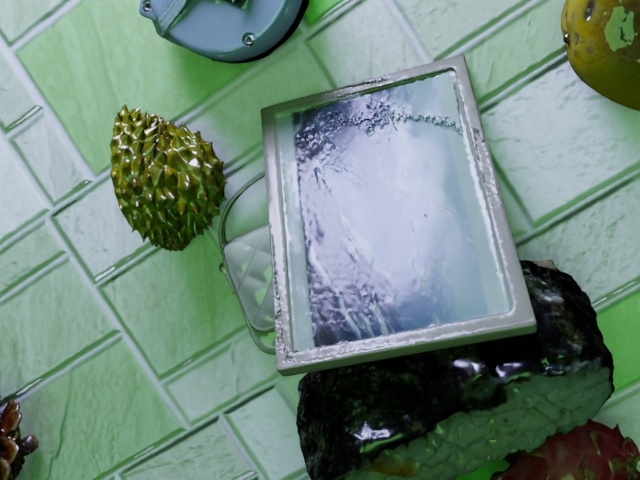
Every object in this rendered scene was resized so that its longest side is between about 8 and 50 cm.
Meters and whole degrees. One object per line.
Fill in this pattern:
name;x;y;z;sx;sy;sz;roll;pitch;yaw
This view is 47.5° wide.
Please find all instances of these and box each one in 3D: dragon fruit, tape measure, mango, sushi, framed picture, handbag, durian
dragon fruit;0.280;0.266;0.834;0.166;0.133;0.136;-23;53;11
tape measure;-0.104;-0.289;0.802;0.181;0.107;0.182;15;99;12
mango;0.342;-0.206;0.754;0.195;0.098;0.137;26;99;-2
sushi;0.130;0.154;0.785;0.350;0.211;0.171;-32;49;19
framed picture;0.062;-0.038;0.759;0.247;0.022;0.335;-12;58;11
handbag;0.000;0.000;0.853;0.256;0.079;0.219;-23;92;10
durian;-0.169;-0.077;0.841;0.108;0.119;0.186;-13;96;15

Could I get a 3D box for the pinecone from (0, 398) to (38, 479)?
pinecone;-0.480;0.273;0.925;0.212;0.168;0.185;5;86;-5
